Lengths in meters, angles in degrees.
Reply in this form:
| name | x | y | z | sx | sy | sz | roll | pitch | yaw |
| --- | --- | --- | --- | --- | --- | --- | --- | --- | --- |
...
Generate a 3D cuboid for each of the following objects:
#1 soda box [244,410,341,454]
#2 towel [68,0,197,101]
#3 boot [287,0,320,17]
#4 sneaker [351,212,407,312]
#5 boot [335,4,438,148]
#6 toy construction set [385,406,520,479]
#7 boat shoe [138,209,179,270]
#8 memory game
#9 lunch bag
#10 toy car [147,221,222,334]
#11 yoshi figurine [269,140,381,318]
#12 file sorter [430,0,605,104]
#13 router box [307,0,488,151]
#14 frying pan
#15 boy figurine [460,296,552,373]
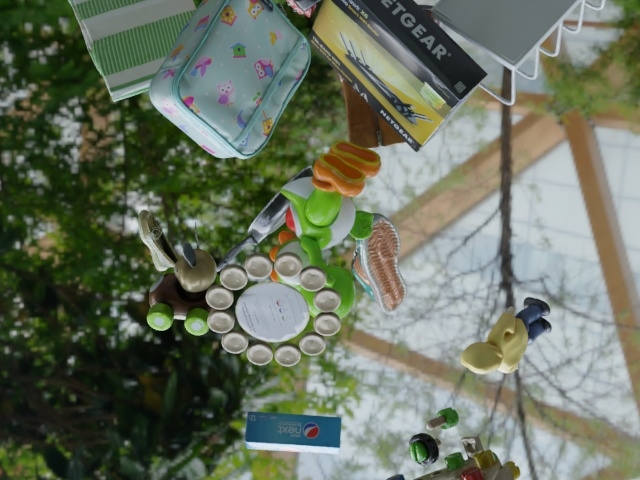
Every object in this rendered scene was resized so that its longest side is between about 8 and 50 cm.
| name | x | y | z | sx | sy | sz | roll | pitch | yaw |
| --- | --- | --- | --- | --- | --- | --- | --- | --- | --- |
| soda box | -0.060 | 0.427 | 2.019 | 0.210 | 0.071 | 0.067 | 3 | 154 | 1 |
| towel | -0.379 | -0.466 | 1.858 | 0.247 | 0.325 | 0.038 | -23 | 176 | -19 |
| boot | -0.103 | -0.520 | 1.856 | 0.244 | 0.176 | 0.088 | -7 | -144 | 34 |
| sneaker | 0.116 | 0.039 | 2.096 | 0.108 | 0.302 | 0.121 | -35 | -131 | -20 |
| boot | 0.162 | -0.347 | 1.951 | 0.264 | 0.280 | 0.096 | -13 | -178 | 4 |
| toy construction set | 0.299 | 0.471 | 1.650 | 0.237 | 0.257 | 0.309 | -13 | -121 | -40 |
| boat shoe | -0.341 | -0.001 | 1.929 | 0.048 | 0.153 | 0.056 | -6 | -149 | 17 |
| memory game | -0.062 | 0.094 | 1.216 | 0.186 | 0.186 | 0.012 | 2 | -149 | -1 |
| lunch bag | -0.142 | -0.292 | 1.575 | 0.224 | 0.279 | 0.108 | 41 | 159 | -32 |
| toy car | -0.266 | 0.064 | 1.813 | 0.149 | 0.188 | 0.155 | 7 | -146 | 1 |
| yoshi figurine | 0.027 | 0.010 | 1.751 | 0.203 | 0.362 | 0.203 | 5 | -147 | -26 |
| file sorter | 0.372 | -0.422 | 1.673 | 0.193 | 0.278 | 0.173 | 41 | 173 | 22 |
| router box | 0.129 | -0.331 | 1.646 | 0.081 | 0.309 | 0.243 | -43 | 176 | -20 |
| frying pan | -0.122 | -0.033 | 1.945 | 0.053 | 0.326 | 0.197 | 42 | -174 | 3 |
| boy figurine | 0.467 | 0.260 | 2.286 | 0.285 | 0.177 | 0.092 | -32 | -147 | -30 |
